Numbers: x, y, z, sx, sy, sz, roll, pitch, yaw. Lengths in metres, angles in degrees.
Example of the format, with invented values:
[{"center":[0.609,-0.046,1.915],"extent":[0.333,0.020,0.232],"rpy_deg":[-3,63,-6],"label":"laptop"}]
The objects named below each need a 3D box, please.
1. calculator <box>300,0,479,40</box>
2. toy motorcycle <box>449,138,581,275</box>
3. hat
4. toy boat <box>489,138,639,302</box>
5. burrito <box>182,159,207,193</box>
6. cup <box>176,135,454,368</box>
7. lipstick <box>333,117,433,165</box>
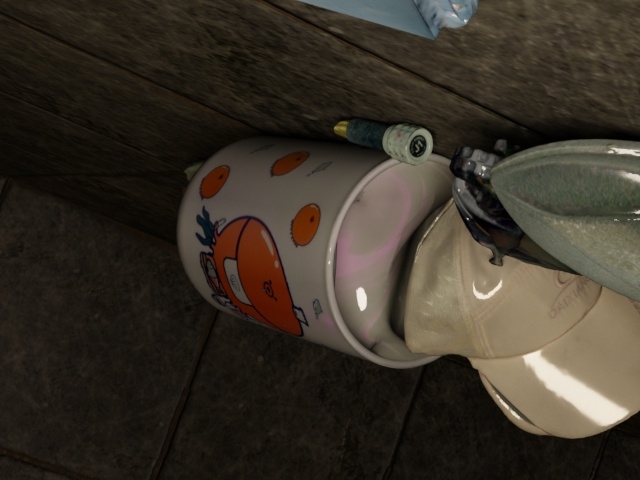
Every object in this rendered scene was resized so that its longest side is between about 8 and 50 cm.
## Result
[{"center":[0.001,-0.181,1.086],"extent":[0.210,0.039,0.121],"rpy_deg":[18,171,19],"label":"calculator"},{"center":[0.221,-0.017,1.443],"extent":[0.270,0.106,0.159],"rpy_deg":[22,171,-15],"label":"toy motorcycle"},{"center":[0.212,0.055,1.531],"extent":[0.226,0.219,0.164],"rpy_deg":[33,154,31],"label":"hat"},{"center":[0.284,-0.008,1.307],"extent":[0.319,0.092,0.141],"rpy_deg":[17,134,4],"label":"toy boat"},{"center":[-0.054,-0.047,2.115],"extent":[0.309,0.066,0.096],"rpy_deg":[18,176,33],"label":"burrito"},{"center":[0.000,0.000,1.759],"extent":[0.212,0.212,0.317],"rpy_deg":[25,172,-36],"label":"cup"},{"center":[0.055,-0.098,1.586],"extent":[0.037,0.037,0.116],"rpy_deg":[26,176,-41],"label":"lipstick"}]
